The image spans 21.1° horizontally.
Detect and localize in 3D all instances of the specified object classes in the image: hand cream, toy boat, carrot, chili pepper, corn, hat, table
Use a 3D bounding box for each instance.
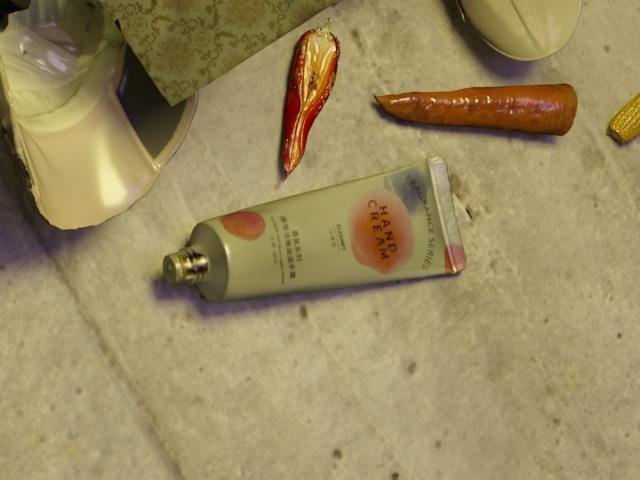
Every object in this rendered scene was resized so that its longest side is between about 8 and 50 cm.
[{"bbox_3d":[0.000,0.000,1.701,0.341,0.078,0.124,-12,88,-30],"label":"hand cream"},{"bbox_3d":[0.188,-0.323,1.786,0.141,0.141,0.269,-29,103,-24],"label":"toy boat"},{"bbox_3d":[0.160,-0.138,1.797,0.224,0.057,0.057,-1,85,-22],"label":"carrot"},{"bbox_3d":[-0.014,-0.140,1.728,0.045,0.027,0.178,16,77,-18],"label":"chili pepper"},{"bbox_3d":[0.355,-0.142,1.893,0.092,0.037,0.037,-39,101,-19],"label":"corn"},{"bbox_3d":[-0.242,-0.145,1.546,0.232,0.161,0.275,-14,85,-44],"label":"hat"},{"bbox_3d":[-0.019,-0.325,1.529,0.222,0.335,0.272,58,27,-9],"label":"table"}]

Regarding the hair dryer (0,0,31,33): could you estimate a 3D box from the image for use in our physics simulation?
[{"bbox_3d":[-0.381,-0.108,1.417,0.156,0.284,0.320,10,79,-37],"label":"hair dryer"}]
